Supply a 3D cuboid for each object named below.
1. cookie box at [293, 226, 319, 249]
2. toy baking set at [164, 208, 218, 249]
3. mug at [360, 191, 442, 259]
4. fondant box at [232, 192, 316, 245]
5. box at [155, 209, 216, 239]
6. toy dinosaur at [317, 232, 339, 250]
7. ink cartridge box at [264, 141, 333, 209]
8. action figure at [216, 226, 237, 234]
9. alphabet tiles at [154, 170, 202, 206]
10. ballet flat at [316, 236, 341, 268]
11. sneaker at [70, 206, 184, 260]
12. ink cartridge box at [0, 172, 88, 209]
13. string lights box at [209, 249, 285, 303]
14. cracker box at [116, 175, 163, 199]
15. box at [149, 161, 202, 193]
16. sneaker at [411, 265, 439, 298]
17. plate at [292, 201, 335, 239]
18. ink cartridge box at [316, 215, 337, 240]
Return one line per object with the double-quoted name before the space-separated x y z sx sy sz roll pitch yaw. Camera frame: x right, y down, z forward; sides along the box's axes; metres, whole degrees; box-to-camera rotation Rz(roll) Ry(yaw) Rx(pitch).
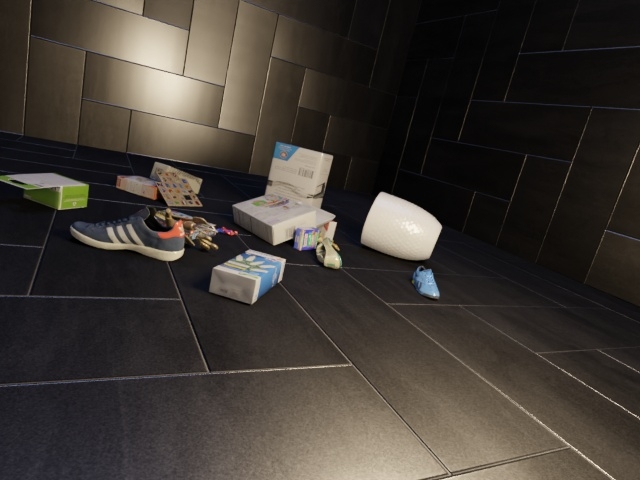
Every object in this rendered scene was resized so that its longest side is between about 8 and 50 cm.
"cookie box" -0.059 -0.008 1.865 0.040 0.091 0.107 20 16 39
"toy baking set" -0.436 -0.043 1.463 0.197 0.030 0.256 22 -28 1
"mug" 0.404 -0.034 2.129 0.328 0.276 0.374 23 -15 14
"fondant box" -0.211 -0.107 1.966 0.238 0.096 0.330 -22 34 -34
"box" -0.557 -0.065 1.718 0.233 0.044 0.159 18 14 20
"toy dinosaur" 0.000 0.000 1.971 0.183 0.053 0.092 11 15 -11
"ink cartridge box" -0.129 -0.307 2.363 0.286 0.394 0.166 19 12 20
"action figure" -0.404 -0.041 1.809 0.115 0.030 0.038 13 9 -10
"alphabet tiles" -0.722 -0.258 2.158 0.198 0.009 0.237 -5 53 -53
"ballet flat" 0.021 0.048 1.762 0.086 0.086 0.248 10 15 -13
"sneaker" -0.603 -0.045 1.377 0.350 0.148 0.131 11 14 -8
"ink cartridge box" -1.044 -0.182 1.619 0.189 0.097 0.255 18 16 16
"string lights box" -0.211 0.103 1.305 0.133 0.076 0.260 15 13 10
"cracker box" -0.878 -0.269 2.180 0.232 0.067 0.156 16 13 15
"box" -0.779 -0.336 2.357 0.113 0.094 0.275 19 1 22
"sneaker" 0.409 0.157 1.674 0.069 0.082 0.209 13 15 -9
"plate" -0.115 -0.091 2.072 0.278 0.045 0.277 -28 36 -32
"ink cartridge box" 0.007 -0.065 2.139 0.056 0.099 0.135 4 17 -43
